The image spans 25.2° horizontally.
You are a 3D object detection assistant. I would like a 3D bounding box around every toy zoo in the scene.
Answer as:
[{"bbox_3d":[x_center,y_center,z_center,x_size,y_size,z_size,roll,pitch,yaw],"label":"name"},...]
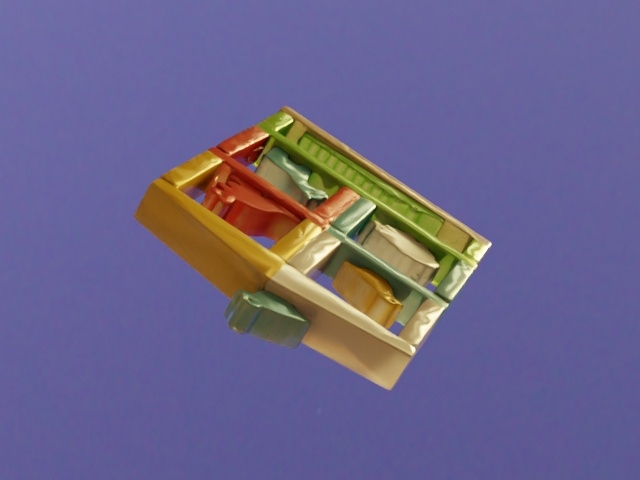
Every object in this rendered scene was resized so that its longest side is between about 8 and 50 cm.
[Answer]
[{"bbox_3d":[0.000,0.000,0.950,0.192,0.030,0.293,34,-157,7],"label":"toy zoo"}]
